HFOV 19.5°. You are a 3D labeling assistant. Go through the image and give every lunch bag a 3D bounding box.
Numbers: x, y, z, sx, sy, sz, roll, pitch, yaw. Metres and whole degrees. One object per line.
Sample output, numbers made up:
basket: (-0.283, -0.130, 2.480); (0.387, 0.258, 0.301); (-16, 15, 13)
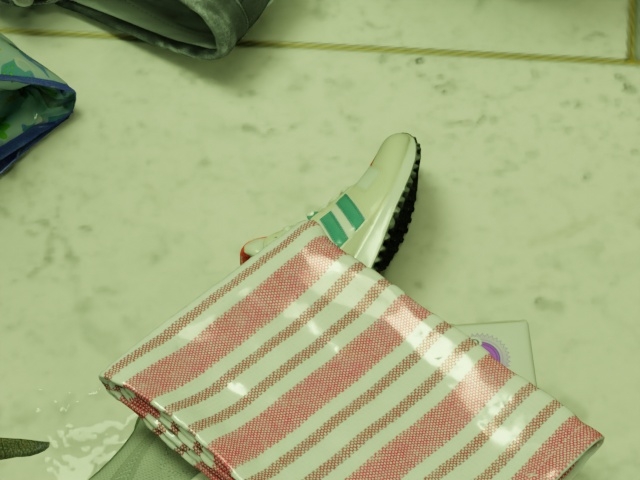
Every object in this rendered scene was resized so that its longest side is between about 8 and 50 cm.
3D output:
lunch bag: (-0.232, -0.093, 1.047); (0.129, 0.096, 0.151); (38, 38, 24)

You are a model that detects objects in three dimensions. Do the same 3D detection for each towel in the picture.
towel: (0.014, 0.076, 0.866); (0.197, 0.029, 0.144); (37, 56, 24)

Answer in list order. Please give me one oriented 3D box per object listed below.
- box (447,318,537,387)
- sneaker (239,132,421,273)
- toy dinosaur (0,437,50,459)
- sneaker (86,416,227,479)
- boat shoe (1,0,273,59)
box: (0.084, 0.190, 0.857); (0.063, 0.067, 0.324); (-4, 58, 1)
sneaker: (0.000, 0.000, 0.990); (0.075, 0.057, 0.161); (19, 63, 9)
toy dinosaur: (-0.258, 0.192, 0.863); (0.314, 0.121, 0.160); (-22, 69, -12)
sneaker: (-0.119, 0.188, 0.862); (0.108, 0.100, 0.271); (25, 55, 29)
boat shoe: (-0.169, -0.188, 1.102); (0.301, 0.108, 0.102); (25, 60, 10)
